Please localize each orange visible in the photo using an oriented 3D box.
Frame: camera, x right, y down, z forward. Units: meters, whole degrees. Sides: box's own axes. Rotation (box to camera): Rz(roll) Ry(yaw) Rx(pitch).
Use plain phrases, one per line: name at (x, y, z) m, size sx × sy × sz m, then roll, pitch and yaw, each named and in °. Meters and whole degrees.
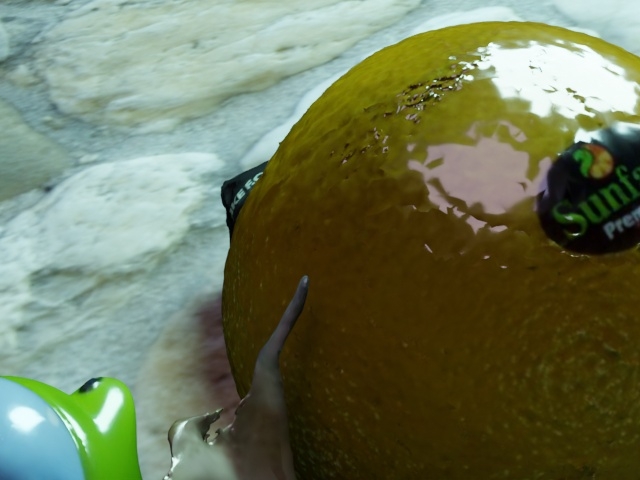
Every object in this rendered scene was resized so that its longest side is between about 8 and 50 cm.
orange at (0.090, 0.032, 0.710) m, size 0.274 × 0.274 × 0.274 m, roll -10°, pitch 33°, yaw 6°

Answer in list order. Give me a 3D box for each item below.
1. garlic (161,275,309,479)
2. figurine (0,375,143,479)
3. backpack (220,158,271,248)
garlic at (-0.067, 0.198, 0.570) m, size 0.151 × 0.196 × 0.338 m, roll 21°, pitch 52°, yaw 24°
figurine at (-0.174, 0.179, 0.708) m, size 0.162 × 0.143 × 0.263 m, roll -15°, pitch 44°, yaw 37°
backpack at (-0.004, 0.001, 0.935) m, size 0.120 × 0.106 × 0.165 m, roll -27°, pitch 38°, yaw -12°
